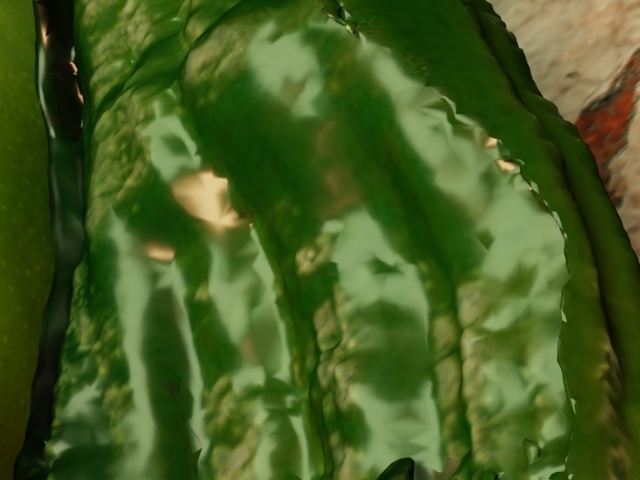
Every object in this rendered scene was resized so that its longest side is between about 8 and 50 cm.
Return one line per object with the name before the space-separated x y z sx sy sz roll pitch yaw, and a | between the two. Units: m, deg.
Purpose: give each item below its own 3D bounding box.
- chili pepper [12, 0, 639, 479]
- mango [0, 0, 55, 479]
chili pepper | 0.004 0.007 0.624 0.213 0.167 0.385 -49 38 24
mango | -0.196 -0.001 0.786 0.201 0.225 0.382 -44 31 54
